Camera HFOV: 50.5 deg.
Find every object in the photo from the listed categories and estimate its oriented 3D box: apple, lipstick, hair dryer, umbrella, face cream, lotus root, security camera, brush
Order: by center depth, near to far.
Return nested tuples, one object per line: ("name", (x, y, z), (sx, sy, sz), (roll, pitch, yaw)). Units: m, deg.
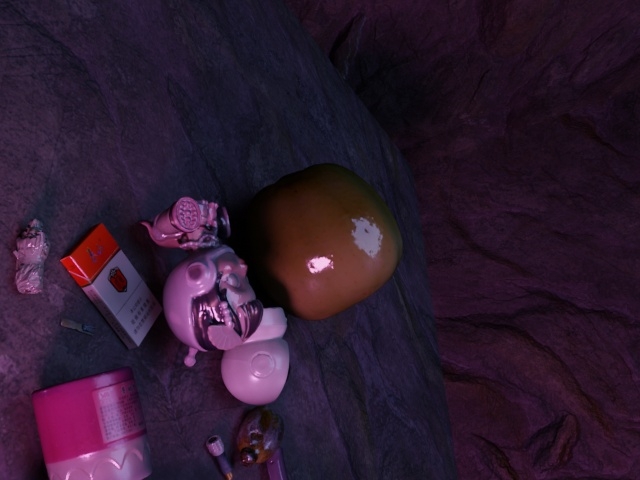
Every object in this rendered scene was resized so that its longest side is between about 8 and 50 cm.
("face cream", (-0.395, 0.334, 1.186), (0.175, 0.175, 0.195), (-2, 74, -66))
("umbrella", (-0.531, 0.027, 1.248), (0.062, 0.067, 0.143), (11, 67, -31))
("brush", (-0.474, 0.168, 1.332), (0.083, 0.013, 0.016), (35, 45, -52))
("lipstick", (-0.230, 0.514, 1.594), (0.116, 0.037, 0.037), (68, 24, -17))
("lotus root", (-0.155, 0.494, 1.704), (0.113, 0.088, 0.192), (43, 29, -6))
("security camera", (-0.166, 0.293, 1.705), (0.194, 0.194, 0.236), (17, 61, -62))
("hair dryer", (-0.076, 0.649, 1.771), (0.301, 0.121, 0.361), (35, 37, -66))
("apple", (0.000, 0.000, 1.966), (0.473, 0.473, 0.473), (46, 35, -45))

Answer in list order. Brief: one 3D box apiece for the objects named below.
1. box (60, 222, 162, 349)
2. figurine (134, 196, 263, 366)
("box", (-0.435, 0.097, 1.440), (0.245, 0.035, 0.139), (62, 26, -23))
("figurine", (-0.265, 0.085, 1.558), (0.253, 0.211, 0.361), (-5, 70, -62))
